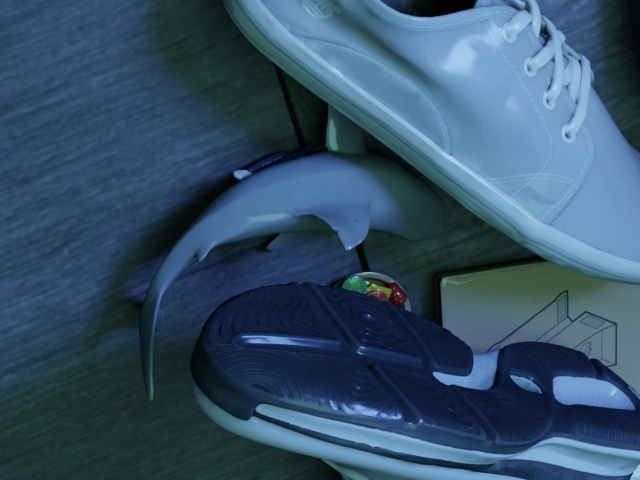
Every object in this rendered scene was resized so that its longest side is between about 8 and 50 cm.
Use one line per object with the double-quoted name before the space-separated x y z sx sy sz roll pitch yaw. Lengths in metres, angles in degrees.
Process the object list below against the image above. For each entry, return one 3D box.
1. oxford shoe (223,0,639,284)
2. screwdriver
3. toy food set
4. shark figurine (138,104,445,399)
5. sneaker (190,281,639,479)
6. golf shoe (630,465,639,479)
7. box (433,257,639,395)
"oxford shoe" 0.136 -0.110 1.134 0.449 0.169 0.130 33 123 -20
"screwdriver" 0.006 -0.075 1.193 0.170 0.025 0.024 -27 112 -18
"toy food set" 0.035 0.066 1.238 0.082 0.020 0.083 16 101 -21
"shark figurine" -0.024 -0.004 1.131 0.278 0.116 0.166 -23 130 -15
"sneaker" 0.054 0.195 1.146 0.447 0.169 0.257 15 115 -40
"golf shoe" 0.315 0.202 1.322 0.198 0.094 0.077 -20 133 -9
"box" 0.193 0.092 1.296 0.201 0.021 0.164 -8 108 -16
